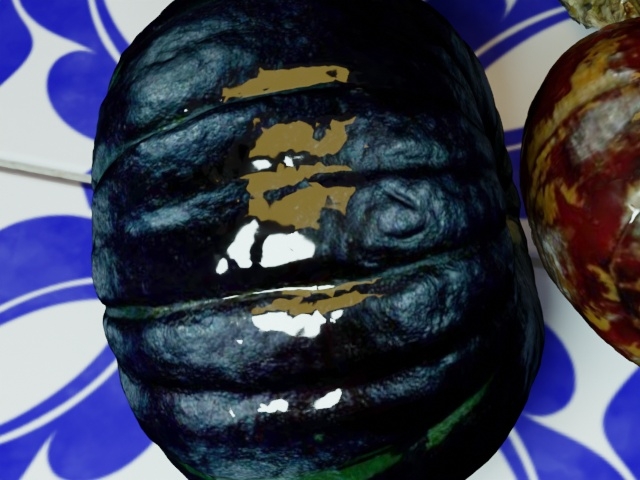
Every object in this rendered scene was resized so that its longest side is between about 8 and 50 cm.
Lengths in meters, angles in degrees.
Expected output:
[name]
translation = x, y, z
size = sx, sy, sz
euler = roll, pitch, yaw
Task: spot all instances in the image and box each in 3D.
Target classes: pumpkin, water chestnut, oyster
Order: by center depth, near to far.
[pumpkin]
translation = 0.000, 0.000, 1.013
size = 0.266, 0.363, 0.363
euler = -9, 60, 12
[water chestnut]
translation = 0.266, -0.025, 1.045
size = 0.289, 0.244, 0.289
euler = 3, 68, -8
[oyster]
translation = 0.237, -0.222, 1.270
size = 0.108, 0.053, 0.166
euler = -16, 52, -11
